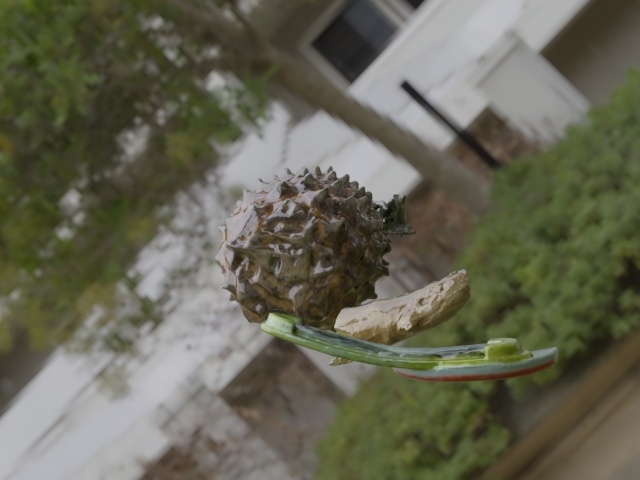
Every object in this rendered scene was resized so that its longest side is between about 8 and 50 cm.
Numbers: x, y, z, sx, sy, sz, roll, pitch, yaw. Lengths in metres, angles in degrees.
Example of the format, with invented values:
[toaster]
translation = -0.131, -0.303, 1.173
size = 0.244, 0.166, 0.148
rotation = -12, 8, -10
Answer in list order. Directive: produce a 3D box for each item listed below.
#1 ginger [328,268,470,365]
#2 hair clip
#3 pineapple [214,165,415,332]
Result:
[ginger]
translation = 0.057, 0.062, 1.398
size = 0.137, 0.044, 0.057
rotation = -23, -19, 31
[hair clip]
translation = 0.053, 0.070, 1.107
size = 0.060, 0.188, 0.033
rotation = -14, -70, -80
[pineapple]
translation = 0.000, 0.000, 1.816
size = 0.175, 0.175, 0.361
rotation = -46, -1, 10
